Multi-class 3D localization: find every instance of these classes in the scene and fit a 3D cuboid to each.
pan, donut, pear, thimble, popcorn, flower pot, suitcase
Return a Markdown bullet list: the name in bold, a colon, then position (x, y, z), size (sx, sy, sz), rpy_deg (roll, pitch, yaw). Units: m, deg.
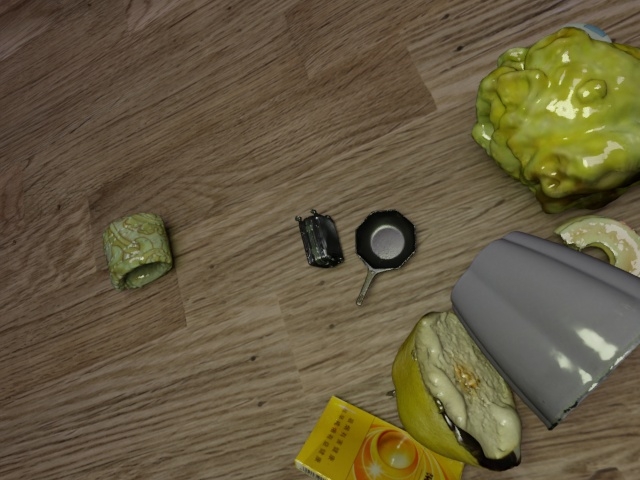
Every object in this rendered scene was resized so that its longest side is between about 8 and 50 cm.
- **pan**: position (0.115, 0.029, 0.867), size (0.202, 0.048, 0.128), rpy_deg (-45, 66, 2)
- **donut**: position (0.511, 0.023, 0.722), size (0.108, 0.065, 0.165), rpy_deg (-33, 67, 9)
- **pear**: position (0.211, 0.276, 0.713), size (0.178, 0.267, 0.266), rpy_deg (-49, 62, 37)
- **thimble**: position (-0.468, 0.032, 1.026), size (0.191, 0.137, 0.143), rpy_deg (-34, 69, 24)
- **popcorn**: position (0.423, -0.203, 0.700), size (0.313, 0.312, 0.311), rpy_deg (-5, 75, 18)
- **flower pot**: position (0.357, 0.121, 0.653), size (0.265, 0.265, 0.243), rpy_deg (-48, 56, 2)
- **suitcase**: position (0.000, 0.000, 0.896), size (0.059, 0.086, 0.126), rpy_deg (-25, 69, 28)

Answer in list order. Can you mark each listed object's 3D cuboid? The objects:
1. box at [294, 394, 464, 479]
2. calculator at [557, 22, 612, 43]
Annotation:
- **box**: position (0.106, 0.405, 0.733), size (0.270, 0.043, 0.152), rpy_deg (19, 42, 23)
- **calculator**: position (0.493, -0.357, 0.840), size (0.210, 0.039, 0.121), rpy_deg (-43, 65, 5)
